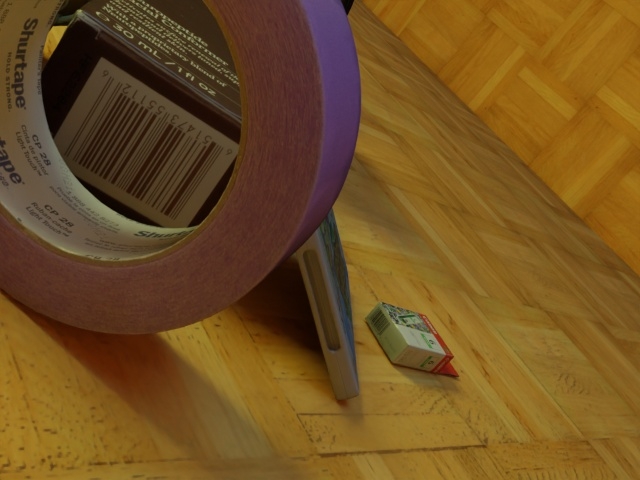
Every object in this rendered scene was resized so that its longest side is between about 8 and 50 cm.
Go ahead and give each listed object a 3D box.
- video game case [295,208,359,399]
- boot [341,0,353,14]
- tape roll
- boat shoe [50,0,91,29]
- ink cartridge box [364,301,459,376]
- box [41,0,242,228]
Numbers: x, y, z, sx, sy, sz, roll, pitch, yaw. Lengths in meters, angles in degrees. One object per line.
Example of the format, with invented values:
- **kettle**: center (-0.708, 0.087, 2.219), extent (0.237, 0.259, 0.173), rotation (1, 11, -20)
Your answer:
- **video game case**: center (0.000, 0.000, 0.705), extent (0.212, 0.023, 0.193), rotation (-93, 170, -63)
- **boot**: center (-0.110, -0.318, 1.046), extent (0.284, 0.138, 0.377), rotation (24, -12, -5)
- **tape roll**: center (-0.117, -0.086, 0.489), extent (0.275, 0.275, 0.090), rotation (41, 22, 3)
- **boat shoe**: center (-0.299, -0.211, 0.691), extent (0.285, 0.104, 0.089), rotation (-14, 69, -47)
- **ink cartridge box**: center (0.104, 0.103, 0.825), extent (0.115, 0.029, 0.063), rotation (19, 28, -42)
- **box**: center (-0.141, -0.155, 0.788), extent (0.191, 0.143, 0.381), rotation (32, 20, -17)
